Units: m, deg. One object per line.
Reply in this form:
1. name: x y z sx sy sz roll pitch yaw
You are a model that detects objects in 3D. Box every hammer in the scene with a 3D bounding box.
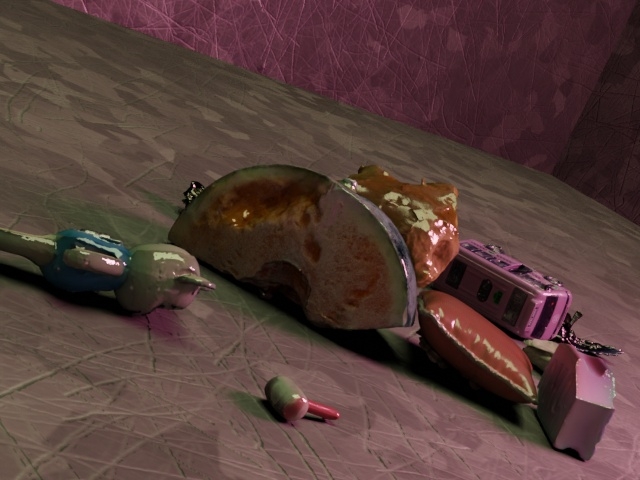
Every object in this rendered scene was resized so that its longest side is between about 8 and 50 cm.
1. hammer: -0.013 0.158 1.237 0.083 0.031 0.052 24 14 -36

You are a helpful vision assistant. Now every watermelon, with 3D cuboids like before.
1. watermelon: 0.003 -0.006 1.598 0.322 0.175 0.188 30 14 14

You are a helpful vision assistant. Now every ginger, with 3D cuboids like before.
1. ginger: 0.066 -0.022 1.833 0.270 0.123 0.219 9 51 4

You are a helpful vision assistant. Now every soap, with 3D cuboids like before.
1. soap: 0.308 0.187 1.556 0.056 0.100 0.149 23 13 -8

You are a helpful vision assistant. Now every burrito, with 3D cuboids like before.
1. burrito: 0.340 0.176 1.797 0.074 0.044 0.118 13 15 -36

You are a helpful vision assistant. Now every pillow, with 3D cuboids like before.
1. pillow: 0.188 0.134 1.588 0.179 0.075 0.171 36 8 0

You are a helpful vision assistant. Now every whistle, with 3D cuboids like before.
1. whistle: -0.222 0.027 1.284 0.236 0.077 0.114 14 -4 -20

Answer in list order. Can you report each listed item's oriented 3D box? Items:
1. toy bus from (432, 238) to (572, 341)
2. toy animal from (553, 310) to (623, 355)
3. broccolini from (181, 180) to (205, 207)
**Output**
1. toy bus: 0.278 0.075 1.979 0.199 0.096 0.108 30 17 32
2. toy animal: 0.381 0.135 2.044 0.220 0.062 0.108 25 -6 4
3. broccolini: -0.109 -0.051 1.835 0.123 0.062 0.271 43 22 10
